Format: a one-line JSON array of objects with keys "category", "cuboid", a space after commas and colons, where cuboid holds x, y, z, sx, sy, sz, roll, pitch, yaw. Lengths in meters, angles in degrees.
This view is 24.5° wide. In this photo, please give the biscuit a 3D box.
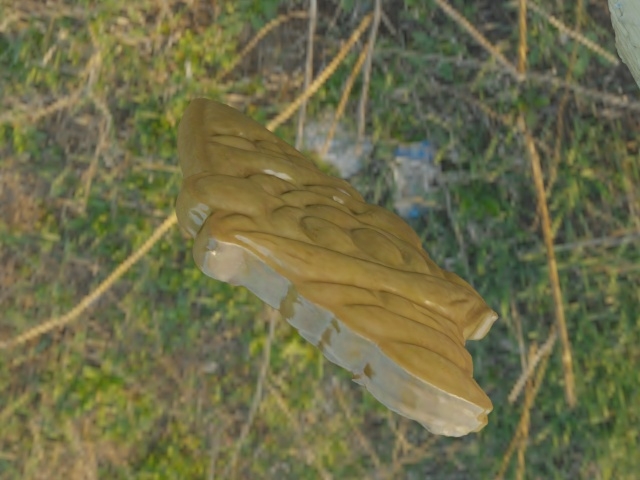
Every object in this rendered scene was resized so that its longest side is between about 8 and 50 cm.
[{"category": "biscuit", "cuboid": [0.000, 0.000, 0.681, 0.162, 0.250, 0.035, 15, 114, -45]}]

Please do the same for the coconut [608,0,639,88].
[{"category": "coconut", "cuboid": [0.241, -0.130, 0.649, 0.245, 0.247, 0.245, -15, 146, -10]}]
